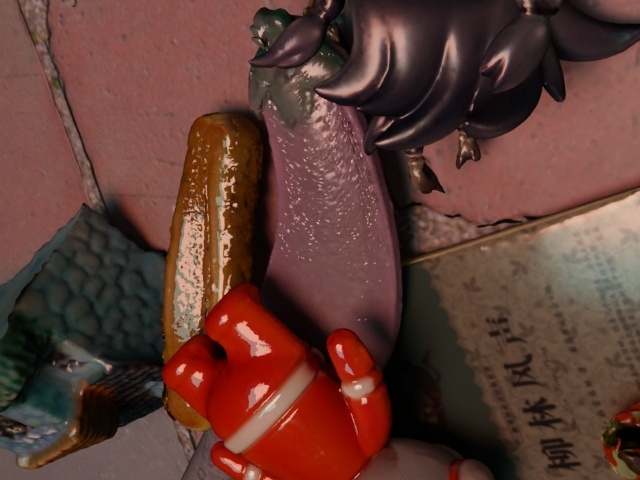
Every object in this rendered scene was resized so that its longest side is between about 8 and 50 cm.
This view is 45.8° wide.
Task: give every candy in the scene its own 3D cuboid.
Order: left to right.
[{"bbox_3d":[0.278,0.166,0.503,0.184,0.049,0.056,25,104,12],"label":"candy"}]

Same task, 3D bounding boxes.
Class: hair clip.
[{"bbox_3d":[0.002,0.000,0.603,0.095,0.110,0.359,-131,38,-66],"label":"hair clip"}]

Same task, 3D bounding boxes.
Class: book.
[{"bbox_3d":[0.141,0.126,0.615,0.379,0.031,0.264,-21,96,37],"label":"book"}]

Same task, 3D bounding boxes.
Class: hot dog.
[{"bbox_3d":[-0.095,0.030,0.679,0.083,0.068,0.289,13,103,23],"label":"hot dog"}]

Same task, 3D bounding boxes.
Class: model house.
[{"bbox_3d":[-0.252,0.150,0.785,0.241,0.226,0.261,38,134,-24],"label":"model house"}]

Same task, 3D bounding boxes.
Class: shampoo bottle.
[{"bbox_3d":[-0.088,0.204,0.773,0.072,0.072,0.214,37,125,14],"label":"shampoo bottle"}]

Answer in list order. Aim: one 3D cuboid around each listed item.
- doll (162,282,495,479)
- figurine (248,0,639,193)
[{"bbox_3d":[0.029,0.179,0.609,0.336,0.105,0.200,41,123,0],"label":"doll"},{"bbox_3d":[0.071,-0.170,0.452,0.197,0.175,0.265,-25,102,47],"label":"figurine"}]
